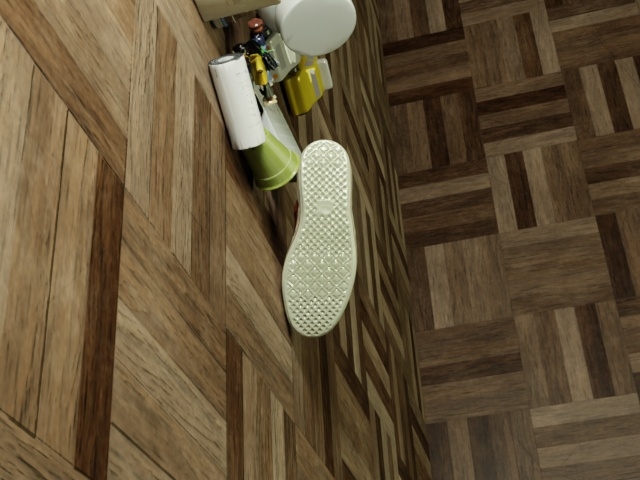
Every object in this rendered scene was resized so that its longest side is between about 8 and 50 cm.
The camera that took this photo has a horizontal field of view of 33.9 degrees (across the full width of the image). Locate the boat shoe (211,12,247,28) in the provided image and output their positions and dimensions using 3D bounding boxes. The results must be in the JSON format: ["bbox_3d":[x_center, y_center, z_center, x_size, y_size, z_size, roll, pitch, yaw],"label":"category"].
[{"bbox_3d":[-0.137,-0.406,1.639,0.066,0.066,0.183,63,19,-57],"label":"boat shoe"}]

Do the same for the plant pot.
[{"bbox_3d":[-0.087,-0.134,1.643,0.079,0.083,0.083,52,26,-41],"label":"plant pot"}]

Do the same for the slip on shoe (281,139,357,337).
[{"bbox_3d":[0.000,0.000,1.763,0.101,0.123,0.331,100,-7,-78],"label":"slip on shoe"}]

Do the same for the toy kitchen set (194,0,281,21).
[{"bbox_3d":[-0.143,-0.457,1.509,0.207,0.122,0.166,67,16,-50],"label":"toy kitchen set"}]

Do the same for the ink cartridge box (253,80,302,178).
[{"bbox_3d":[-0.086,-0.187,1.827,0.179,0.045,0.145,62,11,3],"label":"ink cartridge box"}]

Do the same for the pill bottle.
[{"bbox_3d":[-0.042,-0.446,1.741,0.169,0.169,0.301,67,2,-51],"label":"pill bottle"}]

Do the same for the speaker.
[{"bbox_3d":[-0.122,-0.205,1.555,0.055,0.055,0.136,-77,154,-65],"label":"speaker"}]

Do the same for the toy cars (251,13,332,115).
[{"bbox_3d":[-0.044,-0.345,2.017,0.394,0.087,0.176,35,45,-75],"label":"toy cars"}]

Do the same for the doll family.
[{"bbox_3d":[-0.105,-0.279,1.662,0.193,0.076,0.111,-111,-175,-63],"label":"doll family"}]
